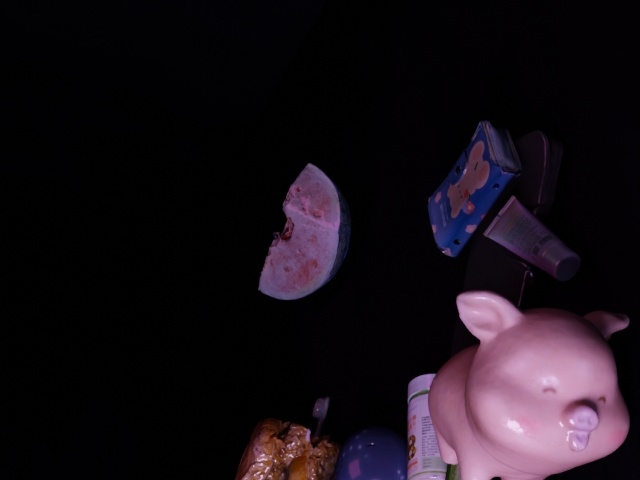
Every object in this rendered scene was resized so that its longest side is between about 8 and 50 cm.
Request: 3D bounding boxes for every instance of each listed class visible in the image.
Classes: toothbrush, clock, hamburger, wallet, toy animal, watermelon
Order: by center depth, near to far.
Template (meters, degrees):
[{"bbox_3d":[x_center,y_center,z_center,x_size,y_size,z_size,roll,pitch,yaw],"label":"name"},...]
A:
[{"bbox_3d":[0.257,0.202,1.277,0.326,0.237,0.269,-158,78,-74],"label":"toy animal"},{"bbox_3d":[0.294,0.014,1.588,0.197,0.051,0.377,-22,52,67],"label":"wallet"},{"bbox_3d":[0.078,0.416,1.634,0.199,0.147,0.243,-87,17,-52],"label":"clock"},{"bbox_3d":[0.253,-0.089,1.646,0.141,0.059,0.202,-97,28,-46],"label":"wallet"},{"bbox_3d":[-0.068,0.478,1.865,0.245,0.211,0.260,121,166,-49],"label":"hamburger"},{"bbox_3d":[-0.030,0.466,2.066,0.026,0.028,0.294,-171,96,-73],"label":"toothbrush"},{"bbox_3d":[0.003,-0.001,2.323,0.175,0.188,0.321,-14,-50,-56],"label":"watermelon"}]

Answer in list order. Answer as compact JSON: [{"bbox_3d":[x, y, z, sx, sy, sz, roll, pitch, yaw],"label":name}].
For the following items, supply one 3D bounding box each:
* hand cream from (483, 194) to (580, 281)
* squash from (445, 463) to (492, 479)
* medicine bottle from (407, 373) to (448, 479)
[{"bbox_3d":[0.314,-0.002,1.474,0.076,0.047,0.174,-53,39,7],"label":"hand cream"},{"bbox_3d":[0.216,0.338,1.433,0.077,0.068,0.219,110,172,-67],"label":"squash"},{"bbox_3d":[0.178,0.307,1.547,0.086,0.086,0.183,-51,26,44],"label":"medicine bottle"}]
